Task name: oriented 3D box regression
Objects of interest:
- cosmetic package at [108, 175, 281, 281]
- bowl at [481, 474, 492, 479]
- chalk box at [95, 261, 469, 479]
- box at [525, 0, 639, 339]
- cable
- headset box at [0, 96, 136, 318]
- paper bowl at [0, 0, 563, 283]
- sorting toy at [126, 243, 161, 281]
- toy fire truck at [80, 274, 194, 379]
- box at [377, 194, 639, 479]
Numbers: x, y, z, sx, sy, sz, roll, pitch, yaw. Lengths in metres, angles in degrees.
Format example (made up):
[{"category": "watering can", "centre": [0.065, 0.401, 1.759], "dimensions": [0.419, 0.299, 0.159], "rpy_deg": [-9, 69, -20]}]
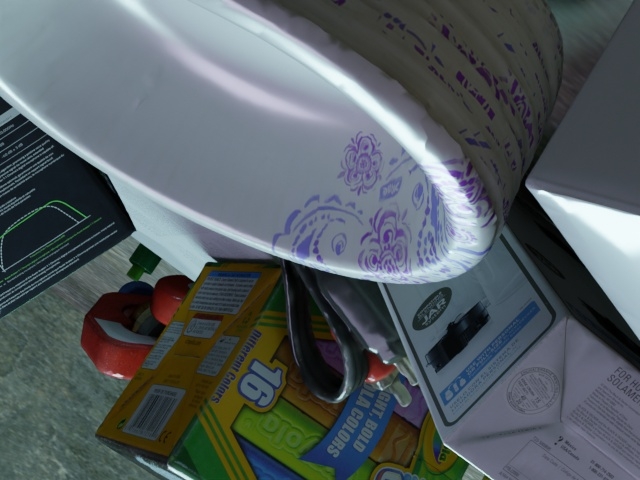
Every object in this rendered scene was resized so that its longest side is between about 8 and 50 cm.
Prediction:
[{"category": "cosmetic package", "centre": [-0.036, 0.007, 1.233], "dimensions": [0.377, 0.097, 0.284], "rpy_deg": [37, 163, -18]}, {"category": "bowl", "centre": [0.252, 0.221, 1.137], "dimensions": [0.289, 0.289, 0.156], "rpy_deg": [37, -152, -17]}, {"category": "chalk box", "centre": [0.002, 0.168, 1.145], "dimensions": [0.289, 0.179, 0.180], "rpy_deg": [37, 164, -22]}, {"category": "box", "centre": [0.164, -0.042, 0.443], "dimensions": [0.091, 0.170, 0.130], "rpy_deg": [20, 161, 43]}, {"category": "cable", "centre": [0.000, 0.000, 1.005], "dimensions": [0.139, 0.072, 0.287], "rpy_deg": [-34, 90, 37]}, {"category": "headset box", "centre": [-0.285, -0.125, 1.013], "dimensions": [0.246, 0.131, 0.283], "rpy_deg": [53, 175, 45]}, {"category": "paper bowl", "centre": [-0.027, -0.109, 0.645], "dimensions": [0.284, 0.148, 0.284], "rpy_deg": [23, 163, 7]}, {"category": "sorting toy", "centre": [-0.257, -0.076, 1.383], "dimensions": [0.127, 0.126, 0.365], "rpy_deg": [17, 159, 48]}, {"category": "toy fire truck", "centre": [-0.112, 0.111, 1.508], "dimensions": [0.302, 0.169, 0.254], "rpy_deg": [7, -168, -26]}, {"category": "box", "centre": [0.126, 0.057, 0.812], "dimensions": [0.169, 0.087, 0.290], "rpy_deg": [38, -168, -18]}]
